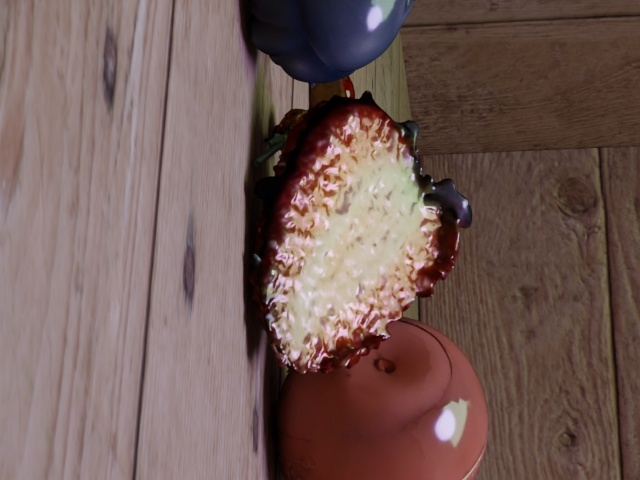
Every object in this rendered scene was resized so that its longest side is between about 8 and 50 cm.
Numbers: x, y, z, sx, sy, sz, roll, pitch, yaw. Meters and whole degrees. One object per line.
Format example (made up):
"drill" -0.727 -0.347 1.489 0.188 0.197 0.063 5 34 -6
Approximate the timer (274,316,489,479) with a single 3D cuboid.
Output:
"timer" 0.064 0.200 1.832 0.230 0.229 0.215 -85 179 -47

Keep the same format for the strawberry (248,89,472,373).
"strawberry" 0.000 0.000 1.769 0.306 0.137 0.233 -44 109 -31

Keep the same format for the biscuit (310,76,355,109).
"biscuit" 0.026 -0.040 2.296 0.359 0.074 0.381 -67 157 -79

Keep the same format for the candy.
"candy" -0.040 -0.101 1.822 0.201 0.060 0.060 -41 129 -70

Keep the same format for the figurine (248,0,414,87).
"figurine" 0.007 -0.271 1.794 0.175 0.197 0.265 42 34 -26
